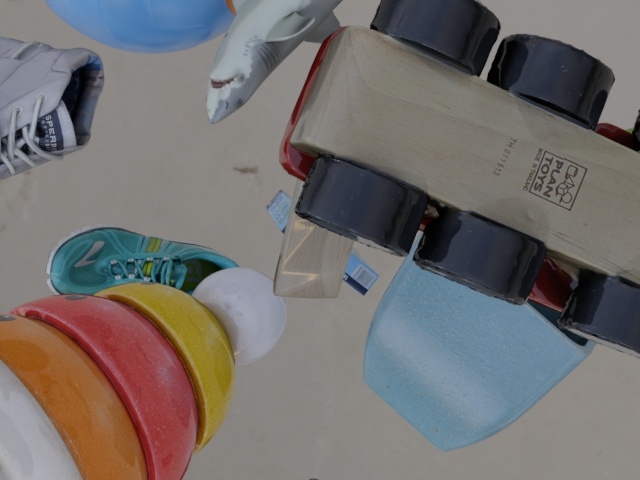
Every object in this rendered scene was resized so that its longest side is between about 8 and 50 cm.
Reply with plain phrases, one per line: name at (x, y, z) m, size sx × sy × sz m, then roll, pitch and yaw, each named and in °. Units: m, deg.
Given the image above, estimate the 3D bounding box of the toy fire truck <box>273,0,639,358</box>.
toy fire truck at (0.071, -0.014, 0.620) m, size 0.217 × 0.246 × 0.158 m, roll 22°, pitch 88°, yaw -12°

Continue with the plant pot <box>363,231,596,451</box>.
plant pot at (0.200, 0.128, 1.480) m, size 0.247 × 0.248 × 0.252 m, roll 40°, pitch 113°, yaw 12°

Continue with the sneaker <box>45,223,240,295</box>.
sneaker at (-0.230, 0.035, 1.511) m, size 0.110 × 0.275 × 0.107 m, roll 10°, pitch 97°, yaw 55°

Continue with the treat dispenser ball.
treat dispenser ball at (-0.179, -0.342, 1.188) m, size 0.288 × 0.288 × 0.288 m, roll 1°, pitch 93°, yaw 22°

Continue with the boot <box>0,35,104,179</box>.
boot at (-0.245, -0.083, 0.836) m, size 0.123 × 0.258 × 0.095 m, roll 2°, pitch 127°, yaw 8°

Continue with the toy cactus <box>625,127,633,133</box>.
toy cactus at (0.422, -0.080, 1.503) m, size 0.219 × 0.112 × 0.180 m, roll -23°, pitch 125°, yaw 8°

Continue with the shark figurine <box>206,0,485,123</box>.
shark figurine at (0.017, -0.218, 1.067) m, size 0.278 × 0.116 × 0.166 m, roll -22°, pitch 57°, yaw 27°

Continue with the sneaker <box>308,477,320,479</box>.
sneaker at (-0.062, 0.507, 1.688) m, size 0.111 × 0.121 × 0.300 m, roll 5°, pitch 90°, yaw 58°

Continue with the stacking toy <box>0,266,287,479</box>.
stacking toy at (-0.217, 0.159, 1.244) m, size 0.350 × 0.480 × 0.351 m, roll 20°, pitch 125°, yaw 32°

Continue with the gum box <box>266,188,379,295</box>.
gum box at (0.000, 0.000, 1.682) m, size 0.157 × 0.184 × 0.041 m, roll 38°, pitch 93°, yaw -15°
